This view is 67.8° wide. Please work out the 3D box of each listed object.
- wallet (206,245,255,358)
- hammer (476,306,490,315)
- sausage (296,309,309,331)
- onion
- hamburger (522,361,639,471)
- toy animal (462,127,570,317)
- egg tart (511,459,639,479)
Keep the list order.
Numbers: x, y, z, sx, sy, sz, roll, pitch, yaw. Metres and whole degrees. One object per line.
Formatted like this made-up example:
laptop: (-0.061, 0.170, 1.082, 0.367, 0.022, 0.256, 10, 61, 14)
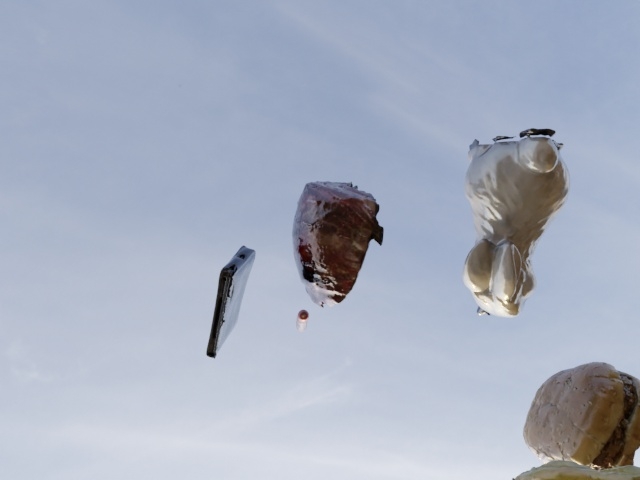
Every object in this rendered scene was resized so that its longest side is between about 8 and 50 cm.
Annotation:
wallet: (-0.201, 0.131, 1.068, 0.036, 0.167, 0.222, 17, -69, 2)
hammer: (0.431, 0.129, 1.182, 0.116, 0.070, 0.194, -14, -39, -17)
sausage: (-0.050, 0.221, 1.307, 0.034, 0.253, 0.034, 1, -109, -3)
onion: (0.000, 0.000, 1.016, 0.146, 0.314, 0.280, 18, -82, -20)
hamburger: (0.578, 0.394, 1.066, 0.144, 0.283, 0.260, 25, -114, 7)
toy animal: (0.371, -0.022, 0.934, 0.193, 0.258, 0.358, 6, -88, 20)
egg tart: (0.306, 0.336, 0.449, 0.118, 0.288, 0.288, -37, -60, -44)
